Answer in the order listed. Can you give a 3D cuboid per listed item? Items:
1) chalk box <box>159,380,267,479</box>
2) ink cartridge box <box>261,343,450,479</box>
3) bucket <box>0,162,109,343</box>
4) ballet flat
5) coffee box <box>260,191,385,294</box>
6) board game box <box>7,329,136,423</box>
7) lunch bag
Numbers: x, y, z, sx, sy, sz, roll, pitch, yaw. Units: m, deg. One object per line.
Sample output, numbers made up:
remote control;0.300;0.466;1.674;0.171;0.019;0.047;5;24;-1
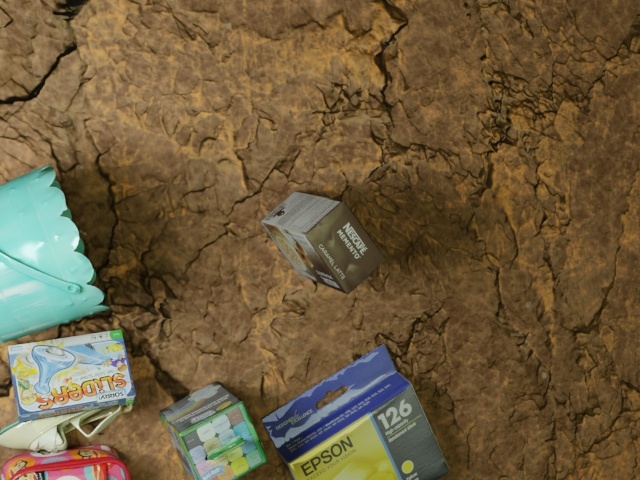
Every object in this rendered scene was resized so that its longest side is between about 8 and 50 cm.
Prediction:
chalk box;-0.190;0.364;1.819;0.132;0.213;0.132;-25;105;-17
ink cartridge box;0.079;0.418;2.016;0.303;0.072;0.307;-30;108;-16
bucket;-0.479;0.024;1.637;0.183;0.281;0.281;-22;104;-13
ballet flat;-0.447;0.325;1.772;0.248;0.086;0.086;-26;105;-17
coffee box;0.000;0.000;1.833;0.098;0.246;0.141;-41;110;-12
board game box;-0.438;0.237;1.758;0.201;0.035;0.136;-8;60;-21
lunch bag;-0.440;0.520;1.795;0.258;0.120;0.293;-3;99;-26
